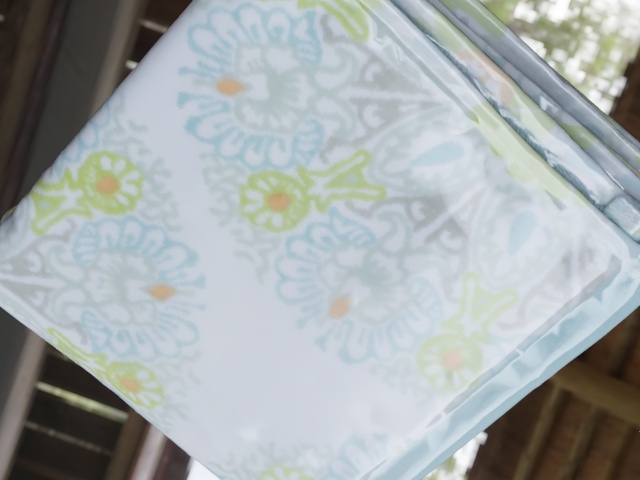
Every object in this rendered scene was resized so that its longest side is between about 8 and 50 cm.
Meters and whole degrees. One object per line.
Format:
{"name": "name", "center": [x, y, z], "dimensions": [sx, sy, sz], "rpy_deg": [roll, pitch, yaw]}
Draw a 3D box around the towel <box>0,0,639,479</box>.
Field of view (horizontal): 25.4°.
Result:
{"name": "towel", "center": [0.000, 0.000, 0.899], "dimensions": [0.374, 0.320, 0.090], "rpy_deg": [-44, -170, 27]}
